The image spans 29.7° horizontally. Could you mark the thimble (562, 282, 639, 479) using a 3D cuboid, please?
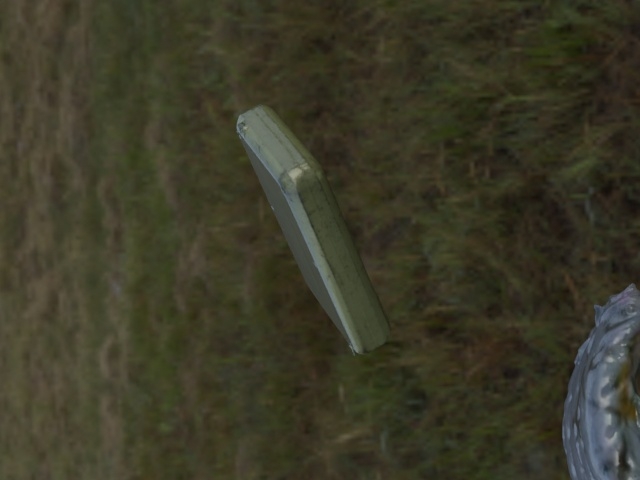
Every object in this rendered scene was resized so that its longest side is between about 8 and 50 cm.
[{"bbox_3d":[0.209,0.106,0.700,0.118,0.127,0.151,85,-169,-72],"label":"thimble"}]

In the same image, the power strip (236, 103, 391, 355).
[{"bbox_3d":[0.000,0.000,0.685,0.076,0.028,0.169,51,169,43],"label":"power strip"}]
